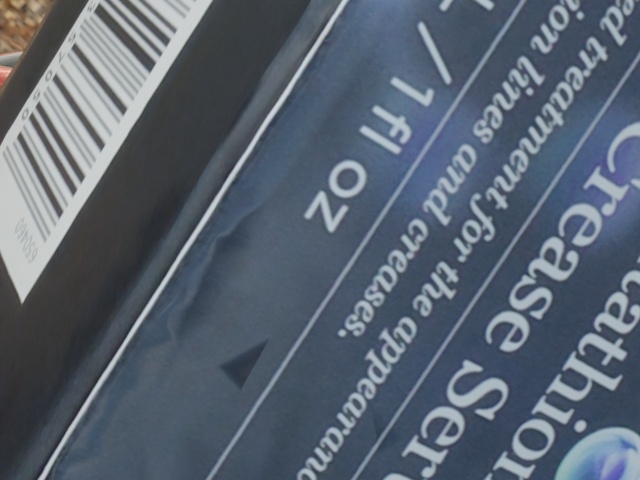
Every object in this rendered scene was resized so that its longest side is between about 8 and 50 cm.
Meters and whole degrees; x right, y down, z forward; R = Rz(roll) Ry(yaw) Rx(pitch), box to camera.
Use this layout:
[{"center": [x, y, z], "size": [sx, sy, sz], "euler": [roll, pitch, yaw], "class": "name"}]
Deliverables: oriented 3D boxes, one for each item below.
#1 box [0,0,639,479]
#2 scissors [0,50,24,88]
[{"center": [0.089, 0.030, 0.488], "size": [0.395, 0.212, 0.293], "euler": [28, 99, -30], "class": "box"}, {"center": [-0.091, -0.113, 0.827], "size": [0.109, 0.297, 0.021], "euler": [10, 108, 19], "class": "scissors"}]
